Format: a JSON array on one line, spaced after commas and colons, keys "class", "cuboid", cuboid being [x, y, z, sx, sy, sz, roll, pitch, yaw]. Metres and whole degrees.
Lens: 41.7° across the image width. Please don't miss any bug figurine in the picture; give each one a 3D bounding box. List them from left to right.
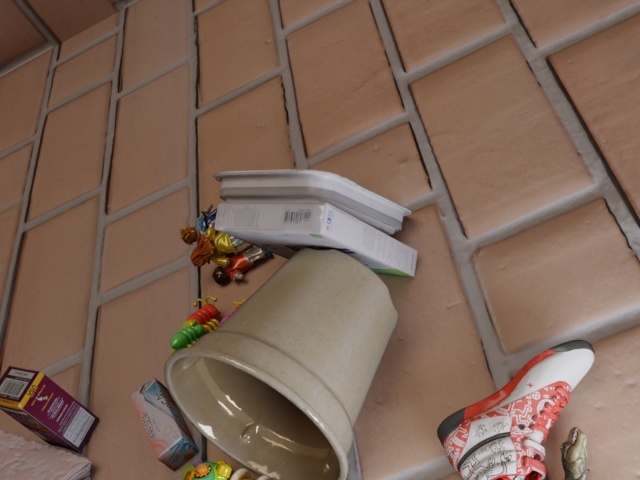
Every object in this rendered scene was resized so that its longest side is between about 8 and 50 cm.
[{"class": "bug figurine", "cuboid": [-0.177, 0.149, 1.610, 0.279, 0.072, 0.216, -17, 11, 27]}]

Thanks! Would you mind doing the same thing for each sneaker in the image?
[{"class": "sneaker", "cuboid": [0.311, 0.269, 1.219, 0.270, 0.090, 0.145, -35, 42, 7]}]

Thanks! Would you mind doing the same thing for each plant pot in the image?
[{"class": "plant pot", "cuboid": [-0.033, 0.190, 1.387, 0.333, 0.334, 0.305, 5, 44, 37]}]

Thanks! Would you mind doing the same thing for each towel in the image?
[{"class": "towel", "cuboid": [-0.650, 0.487, 1.591, 0.331, 0.054, 0.317, 5, 25, 36]}]

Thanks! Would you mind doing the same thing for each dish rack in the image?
[{"class": "dish rack", "cuboid": [-0.014, -0.058, 1.593, 0.285, 0.332, 0.072, 1, 80, 35]}]

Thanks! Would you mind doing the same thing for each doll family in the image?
[{"class": "doll family", "cuboid": [-0.222, -0.021, 1.823, 0.163, 0.118, 0.263, -31, 41, 6]}]

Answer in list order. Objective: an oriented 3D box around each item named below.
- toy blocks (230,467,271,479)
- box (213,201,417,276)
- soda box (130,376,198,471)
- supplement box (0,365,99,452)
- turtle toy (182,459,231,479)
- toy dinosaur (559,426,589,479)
[{"class": "toy blocks", "cuboid": [-0.097, 0.440, 1.353, 0.148, 0.054, 0.123, 6, 47, 37]}, {"class": "box", "cuboid": [0.000, 0.000, 1.507, 0.232, 0.322, 0.059, 3, 76, 35]}, {"class": "soda box", "cuboid": [-0.296, 0.343, 1.581, 0.063, 0.058, 0.183, -39, 42, -3]}, {"class": "supplement box", "cuboid": [-0.543, 0.334, 1.658, 0.104, 0.188, 0.081, 3, 53, 36]}, {"class": "turtle toy", "cuboid": [-0.202, 0.414, 1.430, 0.095, 0.066, 0.130, -68, 10, -12]}, {"class": "toy dinosaur", "cuboid": [0.344, 0.383, 1.112, 0.118, 0.064, 0.268, -8, 47, 48]}]
